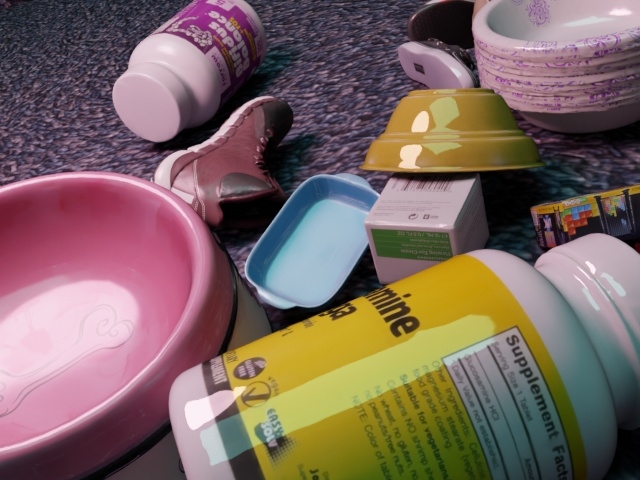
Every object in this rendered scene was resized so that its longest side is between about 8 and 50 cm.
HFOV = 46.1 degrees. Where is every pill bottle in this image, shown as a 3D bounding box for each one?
[{"bbox_3d":[-0.223,-0.298,1.297,0.169,0.169,0.301,1,38,25],"label":"pill bottle"},{"bbox_3d":[0.079,0.120,0.537,0.334,0.188,0.188,-22,34,-8],"label":"pill bottle"}]

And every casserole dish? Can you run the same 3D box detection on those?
[{"bbox_3d":[-0.002,0.005,0.837,0.114,0.037,0.188,21,61,24],"label":"casserole dish"}]

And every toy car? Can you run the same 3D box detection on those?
[{"bbox_3d":[0.000,0.000,0.880,0.060,0.040,0.122,19,47,42],"label":"toy car"}]

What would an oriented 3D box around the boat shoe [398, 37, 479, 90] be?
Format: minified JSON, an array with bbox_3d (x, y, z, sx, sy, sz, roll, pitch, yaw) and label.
[{"bbox_3d":[0.196,-0.268,1.158,0.076,0.080,0.228,-23,26,-7],"label":"boat shoe"}]

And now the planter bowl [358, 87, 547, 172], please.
[{"bbox_3d":[0.152,-0.130,0.875,0.217,0.090,0.217,-2,9,0],"label":"planter bowl"}]

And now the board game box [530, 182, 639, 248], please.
[{"bbox_3d":[0.285,-0.027,0.711,0.141,0.048,0.170,-11,0,7],"label":"board game box"}]

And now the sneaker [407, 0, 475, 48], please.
[{"bbox_3d":[0.253,-0.408,1.320,0.270,0.090,0.145,-20,32,-11],"label":"sneaker"}]

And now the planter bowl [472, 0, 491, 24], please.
[{"bbox_3d":[0.304,-0.351,1.172,0.162,0.162,0.109,-29,8,-17],"label":"planter bowl"}]

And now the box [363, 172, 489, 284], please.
[{"bbox_3d":[0.115,-0.012,0.803,0.101,0.087,0.102,3,39,28],"label":"box"}]

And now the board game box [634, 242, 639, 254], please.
[{"bbox_3d":[0.311,0.008,0.661,0.133,0.033,0.169,-25,3,-25],"label":"board game box"}]

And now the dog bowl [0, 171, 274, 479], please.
[{"bbox_3d":[-0.249,0.095,0.688,0.408,0.150,0.408,-4,43,4],"label":"dog bowl"}]

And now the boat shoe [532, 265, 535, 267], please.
[{"bbox_3d":[0.138,0.069,0.704,0.178,0.060,0.064,-8,35,37],"label":"boat shoe"}]

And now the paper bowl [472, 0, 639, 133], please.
[{"bbox_3d":[0.349,-0.245,0.983,0.284,0.148,0.284,-12,34,8],"label":"paper bowl"}]

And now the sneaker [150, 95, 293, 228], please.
[{"bbox_3d":[-0.083,-0.092,1.025,0.162,0.106,0.281,25,47,24],"label":"sneaker"}]
